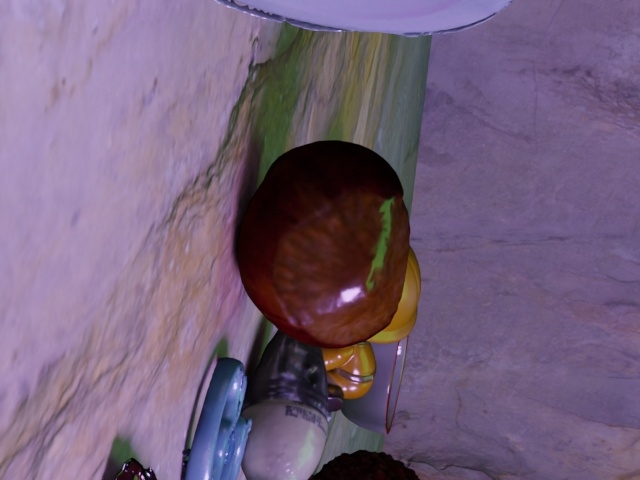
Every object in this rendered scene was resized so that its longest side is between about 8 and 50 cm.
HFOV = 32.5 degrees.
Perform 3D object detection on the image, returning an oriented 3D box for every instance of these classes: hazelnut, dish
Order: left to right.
[{"bbox_3d":[0.007,0.002,1.070,0.160,0.170,0.201,27,83,-82],"label":"hazelnut"},{"bbox_3d":[0.087,0.219,1.987,0.256,0.117,0.256,10,90,-82],"label":"dish"}]

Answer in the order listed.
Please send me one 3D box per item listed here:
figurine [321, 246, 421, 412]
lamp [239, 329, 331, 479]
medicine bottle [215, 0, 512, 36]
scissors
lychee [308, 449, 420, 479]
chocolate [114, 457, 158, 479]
[{"bbox_3d":[0.044,0.088,1.431,0.192,0.167,0.256,-92,-174,-53],"label":"figurine"},{"bbox_3d":[-0.040,0.191,1.207,0.101,0.101,0.250,87,7,-53],"label":"lamp"},{"bbox_3d":[0.022,-0.299,0.653,0.245,0.245,0.289,57,41,-77],"label":"medicine bottle"},{"bbox_3d":[-0.121,0.290,1.005,0.180,0.032,0.393,87,15,-53],"label":"scissors"},{"bbox_3d":[0.047,0.427,1.578,0.264,0.300,0.264,-38,166,-11],"label":"lychee"},{"bbox_3d":[-0.140,0.227,0.843,0.182,0.028,0.086,79,29,-63],"label":"chocolate"}]
